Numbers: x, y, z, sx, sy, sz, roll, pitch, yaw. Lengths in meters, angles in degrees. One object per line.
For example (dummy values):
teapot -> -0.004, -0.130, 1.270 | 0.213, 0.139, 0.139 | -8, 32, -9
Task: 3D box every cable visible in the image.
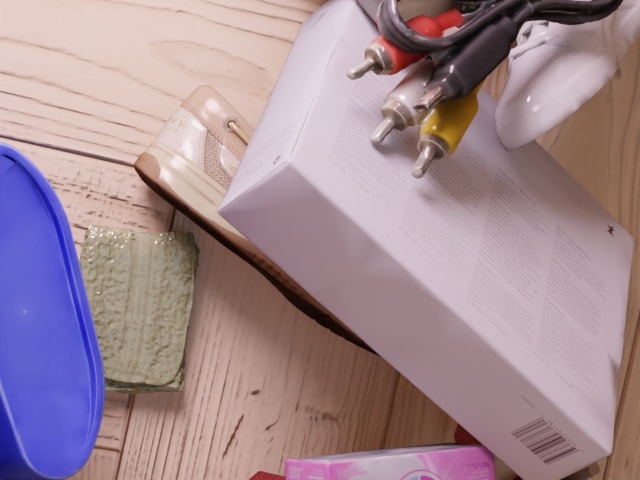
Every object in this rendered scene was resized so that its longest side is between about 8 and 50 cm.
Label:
cable -> 0.134, -0.181, 1.225 | 0.287, 0.072, 0.139 | -42, 107, -32

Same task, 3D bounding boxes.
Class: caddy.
caddy -> -0.320, 0.072, 1.178 | 0.241, 0.179, 0.341 | -20, 102, -42

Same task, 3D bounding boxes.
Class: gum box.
gum box -> 0.065, 0.228, 1.237 | 0.188, 0.062, 0.107 | 0, 86, -36

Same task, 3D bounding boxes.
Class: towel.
towel -> -0.165, 0.062, 1.310 | 0.110, 0.027, 0.148 | 5, 94, -20

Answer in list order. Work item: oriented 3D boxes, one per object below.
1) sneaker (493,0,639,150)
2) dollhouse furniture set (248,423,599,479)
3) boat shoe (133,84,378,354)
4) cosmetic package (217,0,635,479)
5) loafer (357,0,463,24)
sneaker -> 0.199, -0.215, 1.351 | 0.169, 0.108, 0.292 | 52, 47, -13
dollhouse furniture set -> 0.078, 0.264, 1.378 | 0.374, 0.152, 0.201 | -32, 105, -33
boat shoe -> 0.000, 0.000, 1.316 | 0.341, 0.121, 0.110 | 39, 82, -18
cosmetic package -> 0.111, -0.011, 1.288 | 0.377, 0.097, 0.284 | 42, 40, -18
loafer -> 0.040, -0.271, 1.273 | 0.251, 0.087, 0.094 | 46, 43, 15
